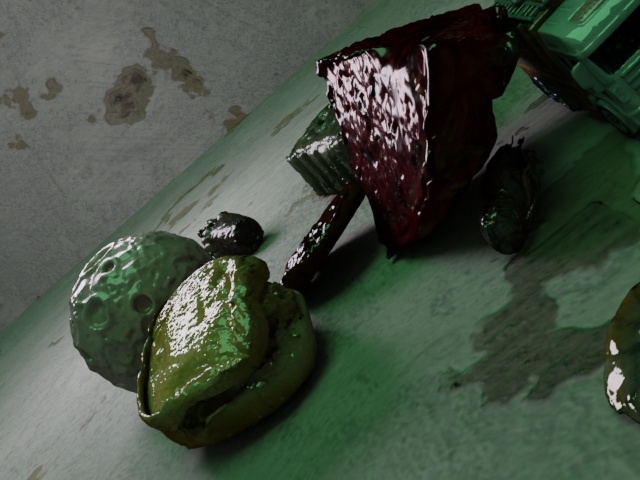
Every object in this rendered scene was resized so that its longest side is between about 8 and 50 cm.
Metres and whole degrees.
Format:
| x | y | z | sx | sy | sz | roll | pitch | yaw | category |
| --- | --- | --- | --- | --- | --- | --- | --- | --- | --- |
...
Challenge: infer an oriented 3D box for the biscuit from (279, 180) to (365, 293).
| x | y | z | sx | sy | sz | roll | pitch | yaw | category |
| --- | --- | --- | --- | --- | --- | --- | --- | --- | --- |
| 0.000 | 0.000 | 1.011 | 0.192 | 0.049 | 0.192 | -60 | 1 | 1 | biscuit |

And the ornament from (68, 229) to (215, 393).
| x | y | z | sx | sy | sz | roll | pitch | yaw | category |
| --- | --- | --- | --- | --- | --- | --- | --- | --- | --- |
| -0.273 | 0.106 | 1.126 | 0.259 | 0.225 | 0.259 | -36 | 20 | 15 | ornament |

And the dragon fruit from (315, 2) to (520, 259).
| x | y | z | sx | sy | sz | roll | pitch | yaw | category |
| --- | --- | --- | --- | --- | --- | --- | --- | --- | --- |
| 0.167 | -0.137 | 0.825 | 0.227 | 0.286 | 0.329 | -19 | 8 | -14 | dragon fruit |

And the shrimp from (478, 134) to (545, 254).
| x | y | z | sx | sy | sz | roll | pitch | yaw | category |
| --- | --- | --- | --- | --- | --- | --- | --- | --- | --- |
| 0.209 | -0.059 | 0.778 | 0.074 | 0.073 | 0.190 | -24 | 30 | 32 | shrimp |

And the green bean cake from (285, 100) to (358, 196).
| x | y | z | sx | sy | sz | roll | pitch | yaw | category |
| --- | --- | --- | --- | --- | --- | --- | --- | --- | --- |
| 0.075 | -0.203 | 1.278 | 0.241 | 0.132 | 0.255 | -52 | 21 | -17 | green bean cake |

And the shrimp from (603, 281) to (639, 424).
| x | y | z | sx | sy | sz | roll | pitch | yaw | category |
| --- | --- | --- | --- | --- | --- | --- | --- | --- | --- |
| 0.259 | 0.065 | 0.447 | 0.150 | 0.051 | 0.217 | -49 | 12 | -10 | shrimp |

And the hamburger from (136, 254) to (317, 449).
| x | y | z | sx | sy | sz | roll | pitch | yaw | category |
| --- | --- | --- | --- | --- | --- | --- | --- | --- | --- |
| -0.128 | 0.142 | 0.897 | 0.286 | 0.146 | 0.243 | -5 | 47 | 51 | hamburger |

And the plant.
| x | y | z | sx | sy | sz | roll | pitch | yaw | category |
| --- | --- | --- | --- | --- | --- | --- | --- | --- | --- |
| -0.180 | -0.010 | 1.409 | 0.143 | 0.094 | 0.092 | -7 | 49 | 52 | plant |

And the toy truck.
| x | y | z | sx | sy | sz | roll | pitch | yaw | category |
| --- | --- | --- | --- | --- | --- | --- | --- | --- | --- |
| 0.302 | -0.241 | 0.815 | 0.136 | 0.162 | 0.305 | -48 | 17 | 13 | toy truck |
